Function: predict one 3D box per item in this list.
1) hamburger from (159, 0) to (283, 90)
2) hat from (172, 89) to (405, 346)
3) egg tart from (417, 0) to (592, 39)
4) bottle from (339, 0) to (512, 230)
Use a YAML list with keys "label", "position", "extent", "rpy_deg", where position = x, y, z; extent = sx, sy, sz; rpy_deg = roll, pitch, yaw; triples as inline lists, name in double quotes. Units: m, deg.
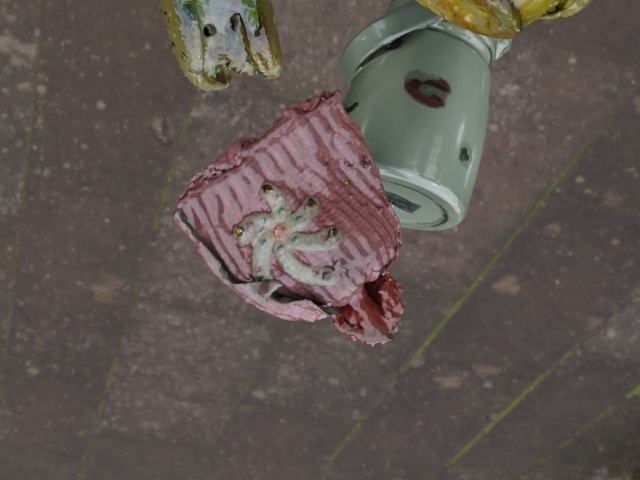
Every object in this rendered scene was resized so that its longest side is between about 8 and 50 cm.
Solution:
- label: "hamburger"
  position: [-0.163, -0.364, 1.476]
  extent: [0.167, 0.192, 0.288]
  rpy_deg: [-9, 115, 7]
- label: "hat"
  position: [0.000, 0.000, 1.021]
  extent: [0.236, 0.107, 0.286]
  rpy_deg: [-37, 102, -10]
- label: "egg tart"
  position: [0.178, -0.318, 1.047]
  extent: [0.294, 0.123, 0.294]
  rpy_deg: [26, 177, 1]
- label: "bottle"
  position: [0.133, -0.213, 1.267]
  extent: [0.229, 0.352, 0.229]
  rpy_deg: [15, 166, 4]
